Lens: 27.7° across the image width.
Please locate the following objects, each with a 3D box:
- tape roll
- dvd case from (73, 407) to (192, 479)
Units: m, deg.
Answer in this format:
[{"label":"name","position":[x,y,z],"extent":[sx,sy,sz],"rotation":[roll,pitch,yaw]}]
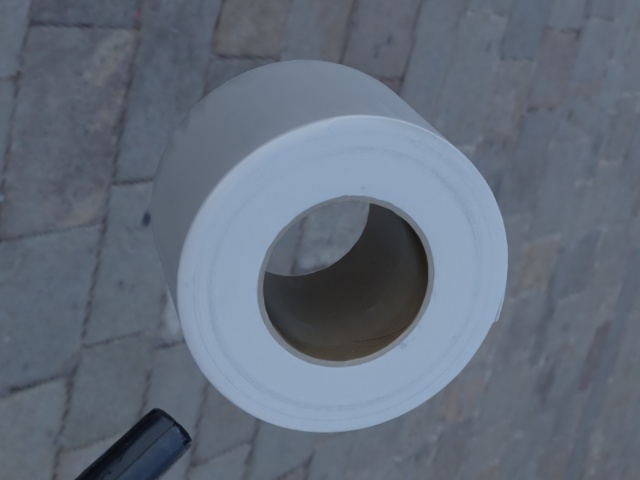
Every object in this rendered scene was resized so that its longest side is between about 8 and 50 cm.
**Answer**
[{"label":"tape roll","position":[0.000,0.000,0.986],"extent":[0.169,0.246,0.246],"rotation":[-122,-139,-65]},{"label":"dvd case","position":[-0.153,0.162,0.394],"extent":[0.180,0.022,0.253],"rotation":[-48,176,37]}]
